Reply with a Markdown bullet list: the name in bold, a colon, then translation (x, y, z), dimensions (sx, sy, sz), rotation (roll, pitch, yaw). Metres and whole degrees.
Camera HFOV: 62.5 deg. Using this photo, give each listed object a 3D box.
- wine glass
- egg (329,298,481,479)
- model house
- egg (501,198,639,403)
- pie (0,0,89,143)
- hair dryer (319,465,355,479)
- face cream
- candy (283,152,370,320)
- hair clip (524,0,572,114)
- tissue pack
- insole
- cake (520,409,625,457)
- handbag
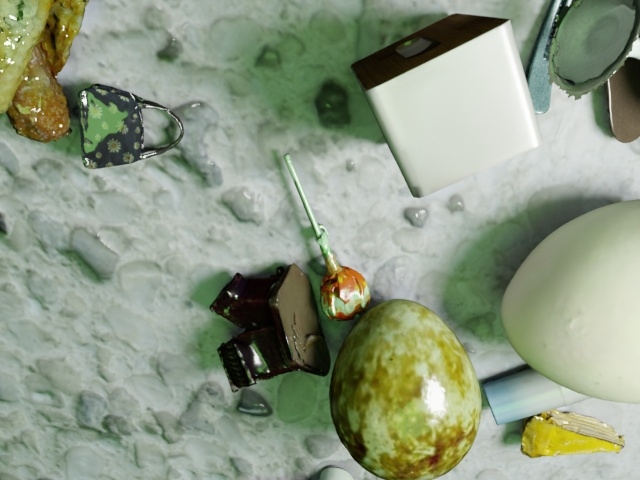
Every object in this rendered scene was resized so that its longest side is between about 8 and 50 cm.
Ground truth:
- **wine glass**: translation (0.454, -0.219, 0.665), dimensions (0.320, 0.143, 0.144), rotation (6, 114, -19)
- **egg**: translation (0.128, 0.234, 0.835), dimensions (0.238, 0.238, 0.290), rotation (-12, 103, 5)
- **model house**: translation (-0.094, 0.146, 0.875), dimensions (0.164, 0.141, 0.203), rotation (-11, 93, 28)
- **egg**: translation (0.436, 0.089, 0.748), dimensions (0.344, 0.283, 0.283), rotation (-17, 112, 10)
- **pie**: translation (-0.496, -0.334, 0.623), dimensions (0.417, 0.180, 0.395), rotation (20, 113, -1)
- **hair dryer**: translation (-0.059, 0.503, 1.024), dimensions (0.236, 0.131, 0.073), rotation (3, 117, 14)
- **face cream**: translation (0.417, 0.252, 0.927), dimensions (0.250, 0.077, 0.077), rotation (-21, 112, 9)
- **candy**: translation (-0.001, 0.000, 0.825), dimensions (0.084, 0.078, 0.288), rotation (-26, 108, -7)
- **hair clip**: translation (0.314, -0.287, 0.711), dimensions (0.039, 0.070, 0.230), rotation (11, 106, -1)
- **tissue pack**: translation (0.142, -0.176, 0.650), dimensions (0.159, 0.246, 0.136), rotation (-24, 112, 10)
- **insole**: translation (0.410, -0.286, 0.712), dimensions (0.111, 0.007, 0.328), rotation (-26, 115, -10)
- **cake**: translation (0.455, 0.336, 0.968), dimensions (0.184, 0.080, 0.116), rotation (-10, 115, 14)
- **handbag**: translation (-0.269, -0.161, 0.762), dimensions (0.139, 0.072, 0.115), rotation (1, 112, -15)
